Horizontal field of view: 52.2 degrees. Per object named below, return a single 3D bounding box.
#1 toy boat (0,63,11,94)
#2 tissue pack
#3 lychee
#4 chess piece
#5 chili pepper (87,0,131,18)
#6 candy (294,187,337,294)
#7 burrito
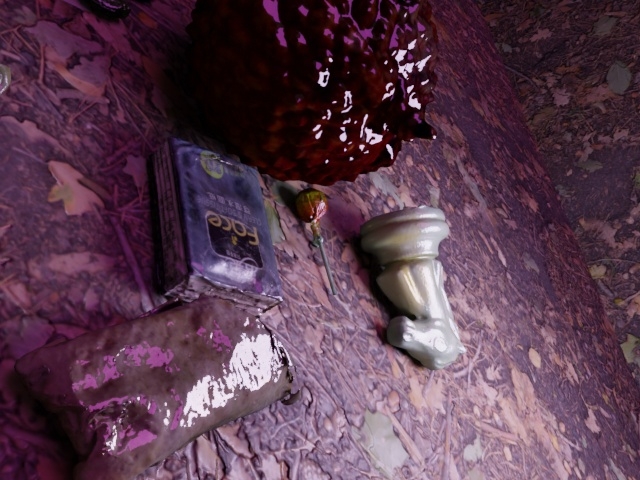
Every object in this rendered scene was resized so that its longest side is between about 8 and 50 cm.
[{"bbox_3d":[-0.385,-0.158,0.691,0.071,0.089,0.185,4,29,-12],"label":"toy boat"},{"bbox_3d":[-0.148,-0.019,0.916,0.173,0.073,0.236,22,44,-44],"label":"tissue pack"},{"bbox_3d":[-0.001,-0.281,1.045,0.424,0.425,0.500,17,23,-47],"label":"lychee"},{"bbox_3d":[0.179,0.096,1.227,0.175,0.175,0.298,2,73,-54],"label":"chess piece"},{"bbox_3d":[-0.350,-0.379,1.003,0.118,0.035,0.055,36,23,-16],"label":"chili pepper"},{"bbox_3d":[0.000,0.000,1.139,0.060,0.060,0.201,7,64,-52],"label":"candy"},{"bbox_3d":[-0.155,0.148,0.734,0.347,0.107,0.175,-9,83,-55],"label":"burrito"}]
